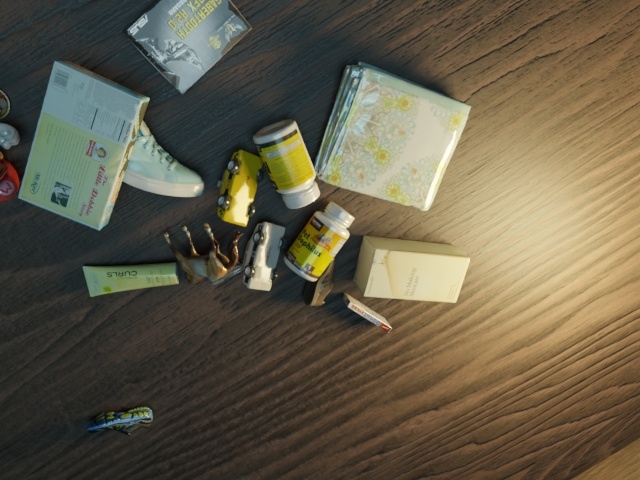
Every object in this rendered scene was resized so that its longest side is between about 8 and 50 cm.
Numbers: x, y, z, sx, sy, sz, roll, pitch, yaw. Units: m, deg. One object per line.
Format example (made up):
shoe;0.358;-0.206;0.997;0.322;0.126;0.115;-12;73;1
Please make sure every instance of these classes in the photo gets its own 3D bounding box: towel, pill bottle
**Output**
towel;0.191;-0.273;1.344;0.374;0.090;0.320;14;111;-19
pill bottle;-0.082;-0.195;1.286;0.119;0.119;0.208;-24;115;-3
pill bottle;0.000;0.000;1.387;0.117;0.117;0.215;32;98;-24

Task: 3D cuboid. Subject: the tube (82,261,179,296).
tube;-0.508;0.101;1.340;0.240;0.062;0.070;-4;73;-7

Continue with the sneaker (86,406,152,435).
sneaker;-0.605;0.558;1.498;0.188;0.067;0.078;-4;107;-16

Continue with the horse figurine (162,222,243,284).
horse figurine;-0.301;0.042;1.287;0.263;0.066;0.174;-6;112;35

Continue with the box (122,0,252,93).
box;-0.304;-0.486;1.144;0.231;0.056;0.183;-41;115;5

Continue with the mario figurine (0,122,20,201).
mario figurine;-0.794;-0.208;1.058;0.198;0.170;0.320;-32;120;18

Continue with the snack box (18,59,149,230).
snack box;-0.520;-0.201;1.087;0.187;0.060;0.322;24;108;-10

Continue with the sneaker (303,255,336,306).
sneaker;0.010;0.110;1.479;0.071;0.066;0.188;10;109;-45

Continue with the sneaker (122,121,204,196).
sneaker;-0.436;-0.221;1.178;0.366;0.135;0.150;21;111;-21

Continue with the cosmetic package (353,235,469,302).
cosmetic package;0.272;0.088;1.499;0.309;0.113;0.160;4;111;-17

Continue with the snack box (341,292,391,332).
snack box;0.145;0.226;1.549;0.178;0.064;0.022;34;99;-24

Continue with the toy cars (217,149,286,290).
toy cars;-0.195;-0.048;1.335;0.176;0.087;0.393;-37;124;-35

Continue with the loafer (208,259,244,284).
loafer;-0.262;0.082;1.401;0.125;0.045;0.039;-29;109;2

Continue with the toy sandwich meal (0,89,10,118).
toy sandwich meal;-0.750;-0.307;1.121;0.086;0.029;0.085;-5;113;-12
